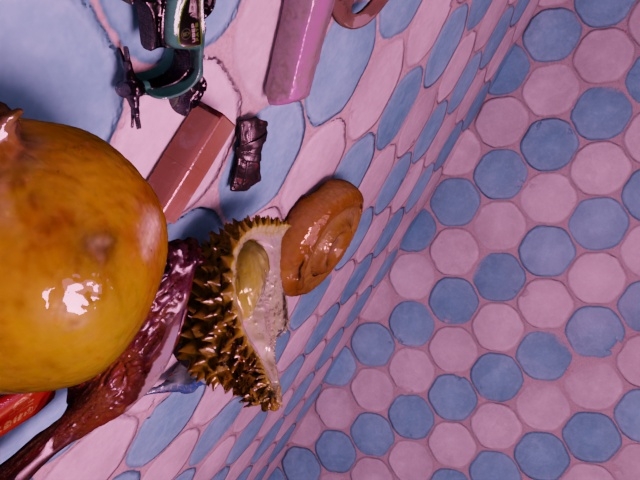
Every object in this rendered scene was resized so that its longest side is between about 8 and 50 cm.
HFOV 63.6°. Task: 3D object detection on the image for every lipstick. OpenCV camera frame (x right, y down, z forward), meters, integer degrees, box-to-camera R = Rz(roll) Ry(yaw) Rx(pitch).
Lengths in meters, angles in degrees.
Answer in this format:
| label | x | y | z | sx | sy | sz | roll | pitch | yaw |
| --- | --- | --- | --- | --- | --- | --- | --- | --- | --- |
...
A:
| label | x | y | z | sx | sy | sz | roll | pitch | yaw |
| --- | --- | --- | --- | --- | --- | --- | --- | --- | --- |
| lipstick | -0.164 | -0.094 | 0.627 | 0.145 | 0.045 | 0.045 | -59 | 165 | -2 |

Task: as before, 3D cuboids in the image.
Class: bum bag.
| label | x | y | z | sx | sy | sz | roll | pitch | yaw |
| --- | --- | --- | --- | --- | --- | --- | --- | --- | --- |
| bum bag | -0.104 | -0.125 | 0.758 | 0.058 | 0.034 | 0.124 | -24 | 144 | -38 |

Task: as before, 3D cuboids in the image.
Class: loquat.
| label | x | y | z | sx | sy | sz | roll | pitch | yaw |
| --- | --- | --- | --- | --- | --- | --- | --- | --- | --- |
| loquat | -0.221 | -0.001 | 0.377 | 0.213 | 0.214 | 0.246 | -43 | 155 | -41 |

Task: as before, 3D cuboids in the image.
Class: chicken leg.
| label | x | y | z | sx | sy | sz | roll | pitch | yaw |
| --- | --- | --- | --- | --- | --- | --- | --- | --- | --- |
| chicken leg | -0.266 | 0.169 | 0.637 | 0.407 | 0.096 | 0.158 | -52 | 161 | -3 |

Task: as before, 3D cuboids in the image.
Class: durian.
| label | x | y | z | sx | sy | sz | roll | pitch | yaw |
| --- | --- | --- | --- | --- | --- | --- | --- | --- | --- |
| durian | -0.125 | 0.098 | 0.746 | 0.167 | 0.306 | 0.172 | 16 | 141 | -38 |

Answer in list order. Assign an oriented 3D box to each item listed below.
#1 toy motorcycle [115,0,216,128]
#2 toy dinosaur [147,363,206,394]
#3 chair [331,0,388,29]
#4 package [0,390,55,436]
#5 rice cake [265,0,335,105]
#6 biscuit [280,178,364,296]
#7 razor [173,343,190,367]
| label | x | y | z | sx | sy | sz | roll | pitch | yaw |
| --- | --- | --- | --- | --- | --- | --- | --- | --- | --- |
| toy motorcycle | -0.149 | -0.189 | 0.489 | 0.100 | 0.058 | 0.173 | -36 | 151 | -37 |
| toy dinosaur | -0.223 | 0.238 | 0.977 | 0.144 | 0.076 | 0.329 | -30 | 173 | 20 |
| chair | 0.171 | -0.437 | 0.739 | 0.326 | 0.183 | 0.175 | -57 | 162 | -9 |
| package | -0.378 | 0.209 | 0.581 | 0.200 | 0.022 | 0.083 | -35 | 159 | -56 |
| rice cake | -0.005 | -0.334 | 0.643 | 0.073 | 0.056 | 0.364 | -41 | 157 | -49 |
| biscuit | 0.000 | 0.000 | 1.165 | 0.296 | 0.102 | 0.296 | -49 | 162 | -22 |
| razor | -0.209 | 0.159 | 0.863 | 0.054 | 0.090 | 0.148 | -42 | 159 | -40 |
